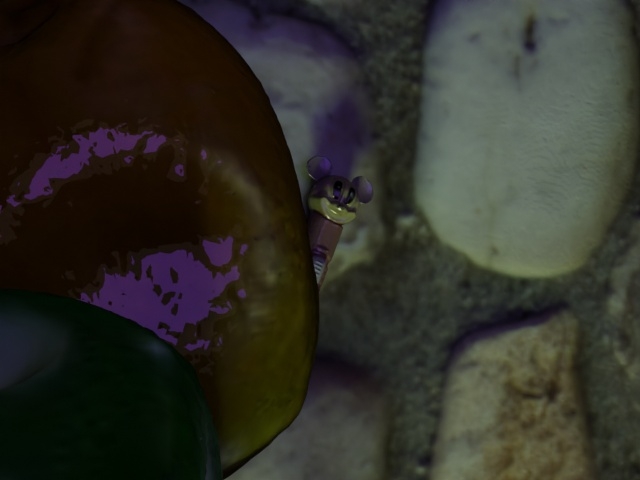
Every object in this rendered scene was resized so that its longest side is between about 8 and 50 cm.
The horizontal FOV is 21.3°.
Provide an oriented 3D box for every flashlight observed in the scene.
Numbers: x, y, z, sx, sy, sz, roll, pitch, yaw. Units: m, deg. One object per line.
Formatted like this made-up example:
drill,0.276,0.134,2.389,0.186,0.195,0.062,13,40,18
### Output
flashlight,0.000,0.000,1.103,0.052,0.031,0.110,27,70,-20

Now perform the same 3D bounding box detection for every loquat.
loquat,-0.131,0.006,0.920,0.276,0.276,0.284,-39,107,-26

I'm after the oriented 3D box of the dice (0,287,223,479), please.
dice,-0.182,0.201,0.708,0.300,0.287,0.297,-3,119,4
